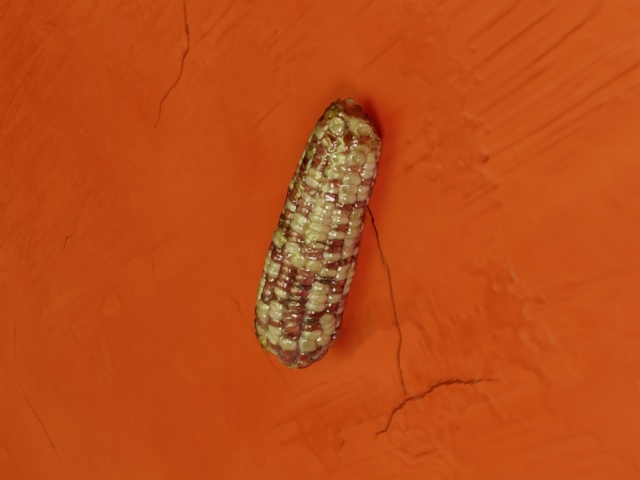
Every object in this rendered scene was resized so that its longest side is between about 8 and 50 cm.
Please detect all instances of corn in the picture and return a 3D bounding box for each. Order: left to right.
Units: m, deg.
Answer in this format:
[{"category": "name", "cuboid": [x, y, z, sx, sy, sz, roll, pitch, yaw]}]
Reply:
[{"category": "corn", "cuboid": [0.000, 0.000, 0.805, 0.079, 0.080, 0.237, 41, 127, 36]}]
